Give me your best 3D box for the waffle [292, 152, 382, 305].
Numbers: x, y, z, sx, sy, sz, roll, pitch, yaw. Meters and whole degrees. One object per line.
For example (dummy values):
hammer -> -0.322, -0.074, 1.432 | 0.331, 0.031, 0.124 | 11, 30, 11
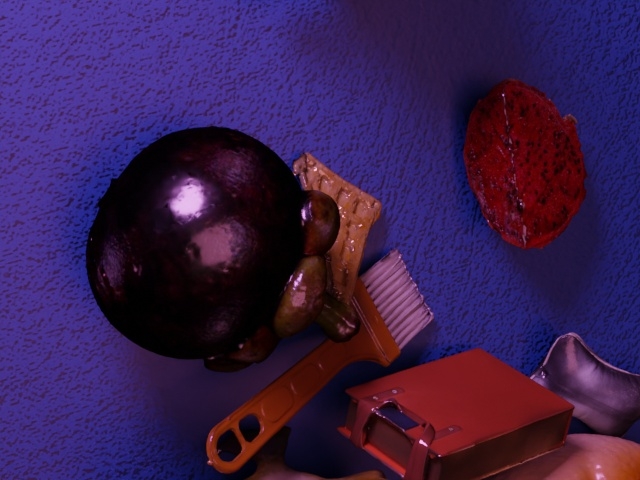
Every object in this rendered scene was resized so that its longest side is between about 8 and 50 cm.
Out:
waffle -> 0.000, 0.000, 1.354 | 0.097, 0.023, 0.153 | 32, 51, -19

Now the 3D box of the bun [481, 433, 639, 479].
bun -> 0.256, 0.340, 1.435 | 0.299, 0.165, 0.299 | -1, 95, -15

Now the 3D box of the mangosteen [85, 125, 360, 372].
mangosteen -> -0.074, 0.017, 1.270 | 0.250, 0.211, 0.211 | 28, 88, -6

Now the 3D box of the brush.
brush -> 0.000, 0.114, 1.331 | 0.314, 0.017, 0.090 | -38, 104, -42

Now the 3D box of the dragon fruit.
dragon fruit -> 0.196, -0.071, 1.422 | 0.106, 0.083, 0.162 | -11, 88, -36

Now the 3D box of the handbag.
handbag -> 0.123, 0.163, 1.357 | 0.190, 0.127, 0.063 | -12, 122, -42

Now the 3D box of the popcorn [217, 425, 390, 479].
popcorn -> -0.040, 0.316, 1.279 | 0.316, 0.297, 0.281 | -24, 102, -43

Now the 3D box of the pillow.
pillow -> 0.267, 0.150, 1.473 | 0.135, 0.055, 0.091 | 29, 89, -16
